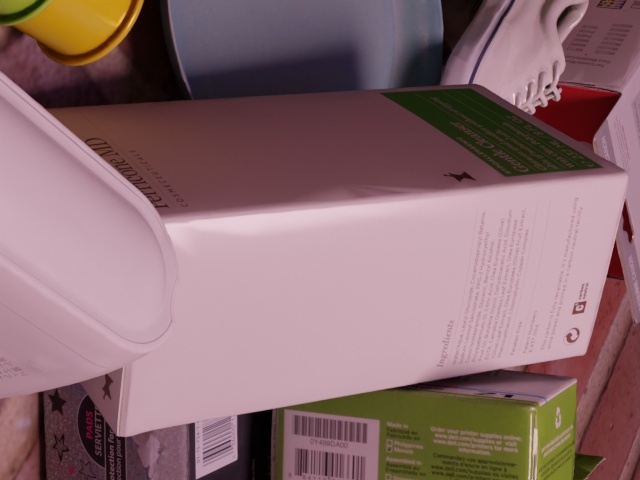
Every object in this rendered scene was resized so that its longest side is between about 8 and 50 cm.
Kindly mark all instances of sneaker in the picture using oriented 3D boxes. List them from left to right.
[{"bbox_3d":[0.164,-0.144,1.269,0.094,0.091,0.258,83,29,-57],"label":"sneaker"}]

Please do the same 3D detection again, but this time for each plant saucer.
[{"bbox_3d":[-0.015,-0.177,1.147,0.318,0.044,0.317,4,84,-49],"label":"plant saucer"}]

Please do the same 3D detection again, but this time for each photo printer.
[{"bbox_3d":[-0.235,-0.006,0.732,0.307,0.256,0.107,44,43,-52],"label":"photo printer"}]

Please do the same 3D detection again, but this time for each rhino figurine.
[{"bbox_3d":[0.154,-0.206,1.419,0.106,0.073,0.243,-66,146,-21],"label":"rhino figurine"}]

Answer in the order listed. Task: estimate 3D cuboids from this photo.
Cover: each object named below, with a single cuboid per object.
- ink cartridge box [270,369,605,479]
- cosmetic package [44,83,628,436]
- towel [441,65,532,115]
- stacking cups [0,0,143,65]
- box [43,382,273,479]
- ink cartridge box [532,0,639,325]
[{"bbox_3d":[0.098,0.137,1.090,0.255,0.189,0.097,-13,105,-67],"label":"ink cartridge box"},{"bbox_3d":[0.000,0.000,1.000,0.366,0.197,0.155,-6,118,-31],"label":"cosmetic package"},{"bbox_3d":[0.090,-0.033,1.280,0.325,0.038,0.247,-9,83,-40],"label":"towel"},{"bbox_3d":[-0.226,-0.197,0.824,0.316,0.096,0.096,28,76,-56],"label":"stacking cups"},{"bbox_3d":[-0.104,0.184,1.083,0.163,0.142,0.247,-18,112,-53],"label":"box"},{"bbox_3d":[0.340,-0.104,1.677,0.272,0.130,0.309,-53,139,-31],"label":"ink cartridge box"}]
